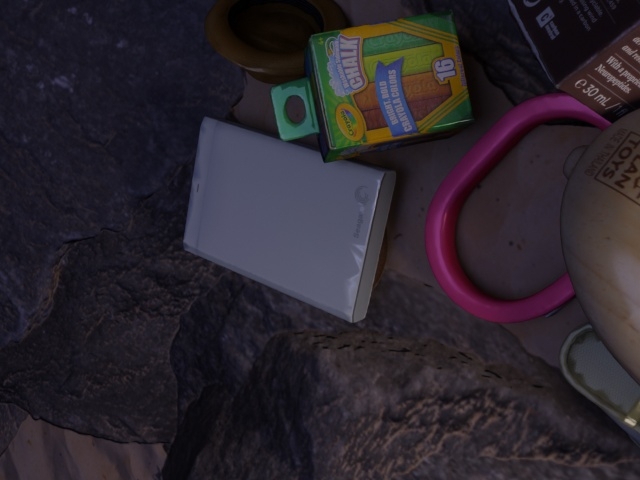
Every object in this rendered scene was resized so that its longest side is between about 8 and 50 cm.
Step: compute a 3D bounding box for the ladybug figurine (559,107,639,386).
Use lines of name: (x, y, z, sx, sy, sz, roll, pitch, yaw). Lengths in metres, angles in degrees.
ladybug figurine: (0.417, 0.046, 0.715, 0.449, 0.162, 0.305, 40, 91, 19)

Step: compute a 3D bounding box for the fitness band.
fitness band: (0.245, -0.033, 0.921, 0.209, 0.054, 0.291, 51, 120, 18)

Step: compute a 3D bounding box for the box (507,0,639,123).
box: (0.380, -0.261, 0.693, 0.381, 0.191, 0.143, -41, 49, 32)

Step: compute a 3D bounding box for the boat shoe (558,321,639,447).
boat shoe: (0.386, 0.194, 0.825, 0.302, 0.103, 0.113, 47, 107, 21)

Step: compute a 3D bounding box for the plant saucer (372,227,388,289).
plant saucer: (0.000, 0.000, 1.108, 0.198, 0.036, 0.199, 6, 100, 35)

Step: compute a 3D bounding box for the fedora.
fedora: (-0.058, -0.264, 1.063, 0.194, 0.194, 0.079, 38, 153, 25)

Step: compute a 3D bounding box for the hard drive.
hard drive: (-0.054, -0.036, 1.094, 0.307, 0.040, 0.203, 21, 108, 32)

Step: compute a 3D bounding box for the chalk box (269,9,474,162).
chalk box: (0.050, -0.170, 0.928, 0.212, 0.132, 0.133, -12, 90, -4)
